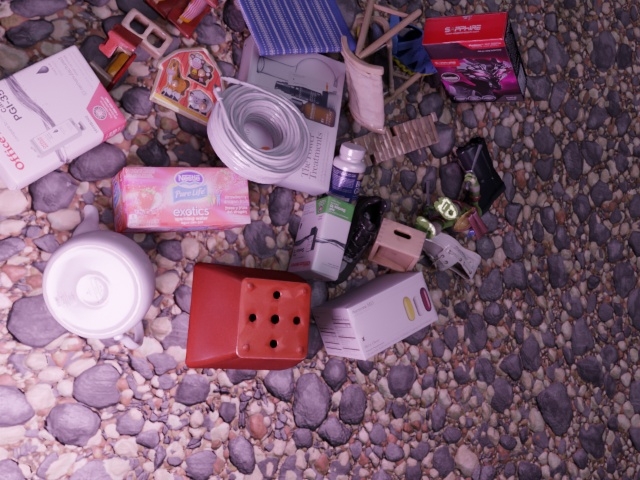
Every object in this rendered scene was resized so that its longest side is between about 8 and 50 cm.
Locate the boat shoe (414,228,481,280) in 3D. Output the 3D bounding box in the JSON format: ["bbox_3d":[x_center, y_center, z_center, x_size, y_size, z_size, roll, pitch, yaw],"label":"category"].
[{"bbox_3d":[0.384,0.047,1.930,0.277,0.098,0.096,25,73,-26],"label":"boat shoe"}]

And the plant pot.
[{"bbox_3d":[-0.158,0.192,1.539,0.267,0.235,0.268,8,82,-28],"label":"plant pot"}]

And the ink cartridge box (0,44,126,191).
[{"bbox_3d":[-0.615,-0.269,1.396,0.283,0.117,0.207,-39,104,-26],"label":"ink cartridge box"}]

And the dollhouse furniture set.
[{"bbox_3d":[-0.380,-0.516,1.502,0.152,0.201,0.374,36,69,-21],"label":"dollhouse furniture set"}]

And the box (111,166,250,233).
[{"bbox_3d":[-0.336,-0.096,1.515,0.299,0.154,0.142,-3,87,-28],"label":"box"}]

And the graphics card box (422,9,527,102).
[{"bbox_3d":[0.467,-0.530,1.866,0.371,0.232,0.094,31,67,-61],"label":"graphics card box"}]

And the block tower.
[{"bbox_3d":[0.208,-0.289,1.870,0.335,0.091,0.097,-24,98,-28],"label":"block tower"}]

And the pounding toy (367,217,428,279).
[{"bbox_3d":[0.237,0.040,1.807,0.181,0.206,0.094,20,64,2],"label":"pounding toy"}]

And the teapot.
[{"bbox_3d":[-0.477,0.091,1.410,0.252,0.187,0.256,26,100,-5],"label":"teapot"}]

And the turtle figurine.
[{"bbox_3d":[0.366,-0.118,1.840,0.266,0.197,0.275,-22,102,-55],"label":"turtle figurine"}]

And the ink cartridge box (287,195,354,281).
[{"bbox_3d":[0.000,0.000,1.692,0.086,0.153,0.209,20,75,-25],"label":"ink cartridge box"}]

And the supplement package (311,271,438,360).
[{"bbox_3d":[0.147,0.201,1.724,0.261,0.204,0.145,-24,96,-28],"label":"supplement package"}]

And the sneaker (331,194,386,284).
[{"bbox_3d":[0.095,-0.011,1.759,0.109,0.130,0.286,30,73,-21],"label":"sneaker"}]

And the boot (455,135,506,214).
[{"bbox_3d":[0.481,-0.198,2.008,0.246,0.094,0.207,-41,108,-32],"label":"boot"}]

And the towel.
[{"bbox_3d":[-0.070,-0.609,1.718,0.336,0.040,0.243,-15,75,-36],"label":"towel"}]

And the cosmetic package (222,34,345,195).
[{"bbox_3d":[-0.093,-0.339,1.708,0.284,0.097,0.378,12,79,-25],"label":"cosmetic package"}]

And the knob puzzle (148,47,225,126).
[{"bbox_3d":[-0.328,-0.414,1.620,0.213,0.030,0.213,3,83,-28],"label":"knob puzzle"}]

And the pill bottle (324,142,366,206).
[{"bbox_3d":[0.072,-0.180,1.742,0.094,0.094,0.169,0,118,-29],"label":"pill bottle"}]

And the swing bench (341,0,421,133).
[{"bbox_3d":[0.156,-0.481,1.741,0.165,0.253,0.255,24,66,19],"label":"swing bench"}]

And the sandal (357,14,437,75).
[{"bbox_3d":[0.271,-0.597,1.910,0.317,0.138,0.126,11,78,-30],"label":"sandal"}]

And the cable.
[{"bbox_3d":[-0.149,-0.260,1.533,0.257,0.089,0.257,6,65,-31],"label":"cable"}]
